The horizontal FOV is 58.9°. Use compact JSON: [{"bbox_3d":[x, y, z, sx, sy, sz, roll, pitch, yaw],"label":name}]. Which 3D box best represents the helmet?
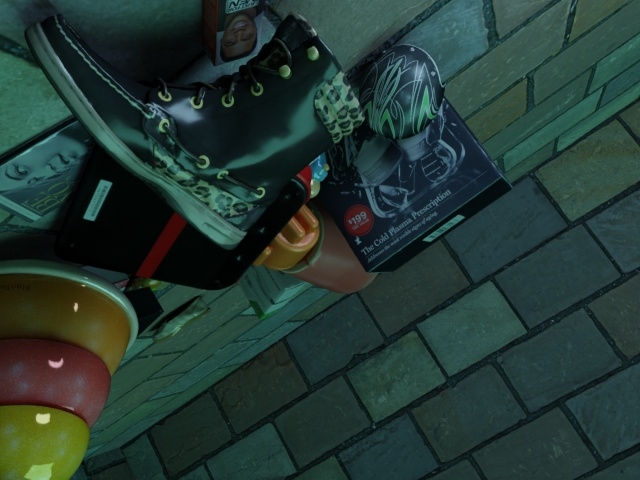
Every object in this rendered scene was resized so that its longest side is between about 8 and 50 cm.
[{"bbox_3d":[0.152,-0.278,1.080,0.169,0.169,0.161,-37,166,19],"label":"helmet"}]

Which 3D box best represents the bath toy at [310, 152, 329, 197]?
[{"bbox_3d":[-0.103,-0.163,1.026,0.129,0.151,0.348,-14,166,21],"label":"bath toy"}]

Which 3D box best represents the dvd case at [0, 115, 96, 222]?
[{"bbox_3d":[-0.385,-0.110,0.847,0.221,0.018,0.164,-31,165,-4],"label":"dvd case"}]

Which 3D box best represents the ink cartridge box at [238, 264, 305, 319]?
[{"bbox_3d":[-0.155,0.129,1.764,0.087,0.153,0.208,-20,161,-39],"label":"ink cartridge box"}]

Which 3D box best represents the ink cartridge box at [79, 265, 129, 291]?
[{"bbox_3d":[-0.494,0.112,1.232,0.109,0.063,0.150,-20,160,-41],"label":"ink cartridge box"}]

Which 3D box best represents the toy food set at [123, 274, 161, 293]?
[{"bbox_3d":[-0.436,0.104,1.353,0.132,0.038,0.192,-26,163,-35],"label":"toy food set"}]

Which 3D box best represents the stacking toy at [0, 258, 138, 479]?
[{"bbox_3d":[-0.494,0.301,0.922,0.351,0.479,0.350,-6,138,-5],"label":"stacking toy"}]

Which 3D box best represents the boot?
[{"bbox_3d":[-0.129,-0.184,0.716,0.284,0.138,0.377,-39,128,3],"label":"boot"}]

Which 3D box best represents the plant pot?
[{"bbox_3d":[0.000,0.000,1.507,0.275,0.274,0.243,-40,152,26],"label":"plant pot"}]

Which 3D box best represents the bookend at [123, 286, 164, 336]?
[{"bbox_3d":[-0.463,0.186,1.265,0.157,0.072,0.156,-41,166,28],"label":"bookend"}]

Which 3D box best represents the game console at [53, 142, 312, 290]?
[{"bbox_3d":[-0.234,-0.048,0.965,0.342,0.060,0.386,17,137,-28],"label":"game console"}]

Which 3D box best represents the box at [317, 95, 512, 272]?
[{"bbox_3d":[0.179,-0.147,1.252,0.343,0.312,0.179,-38,163,19],"label":"box"}]

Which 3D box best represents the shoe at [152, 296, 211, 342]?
[{"bbox_3d":[-0.445,0.248,1.777,0.219,0.058,0.076,-31,-164,12],"label":"shoe"}]

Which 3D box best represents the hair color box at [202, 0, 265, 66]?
[{"bbox_3d":[-0.113,-0.298,0.737,0.072,0.043,0.141,-25,164,-21],"label":"hair color box"}]

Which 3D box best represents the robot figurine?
[{"bbox_3d":[-0.080,-0.008,1.305,0.128,0.158,0.219,17,151,-16],"label":"robot figurine"}]
